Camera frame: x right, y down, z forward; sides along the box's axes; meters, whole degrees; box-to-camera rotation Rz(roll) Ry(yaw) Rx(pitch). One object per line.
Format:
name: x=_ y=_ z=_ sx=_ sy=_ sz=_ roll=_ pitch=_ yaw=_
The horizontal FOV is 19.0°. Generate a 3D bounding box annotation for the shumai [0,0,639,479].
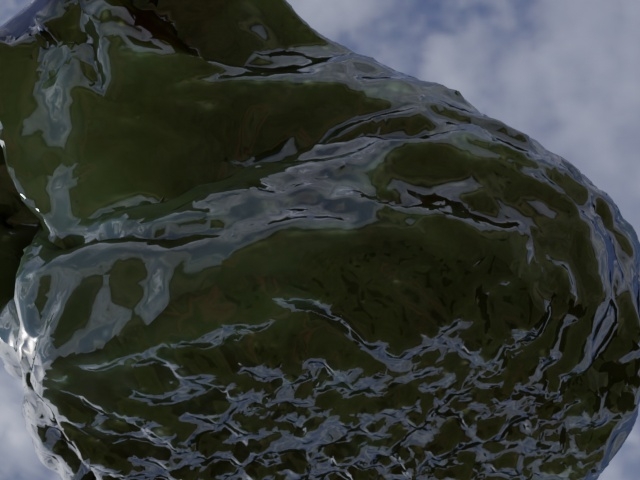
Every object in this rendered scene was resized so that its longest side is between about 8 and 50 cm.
shumai: x=0.000 y=0.000 z=0.705 sx=0.260 sy=0.225 sz=0.222 roll=39 pitch=-146 yaw=-42
